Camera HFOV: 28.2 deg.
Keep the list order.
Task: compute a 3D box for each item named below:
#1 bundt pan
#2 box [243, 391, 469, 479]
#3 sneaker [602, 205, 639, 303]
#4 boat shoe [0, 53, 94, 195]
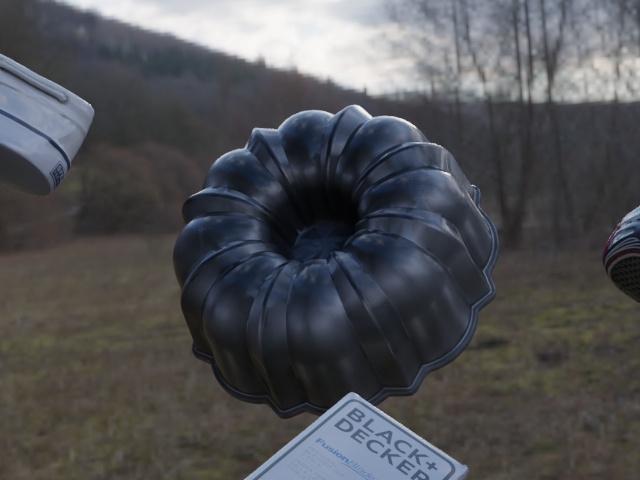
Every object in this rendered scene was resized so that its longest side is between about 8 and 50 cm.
[{"bbox_3d":[0.000,0.000,1.235,0.331,0.330,0.124,-5,-36,18],"label":"bundt pan"},{"bbox_3d":[-0.044,0.222,0.675,0.087,0.169,0.290,30,34,21],"label":"box"},{"bbox_3d":[0.280,0.069,0.779,0.112,0.121,0.299,-41,42,-10],"label":"sneaker"},{"bbox_3d":[-0.289,-0.128,0.933,0.258,0.084,0.095,32,-26,-8],"label":"boat shoe"}]
